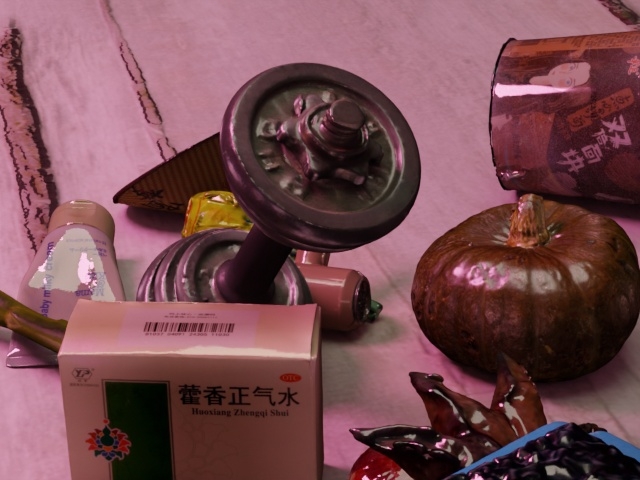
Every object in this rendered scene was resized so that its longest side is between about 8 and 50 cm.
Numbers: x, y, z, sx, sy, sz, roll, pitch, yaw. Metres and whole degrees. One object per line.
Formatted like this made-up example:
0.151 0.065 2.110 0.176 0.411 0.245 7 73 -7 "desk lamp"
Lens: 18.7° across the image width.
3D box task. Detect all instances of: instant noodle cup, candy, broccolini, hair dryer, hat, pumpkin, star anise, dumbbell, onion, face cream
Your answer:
0.304 -0.135 2.128 0.207 0.217 0.217 3 27 22 "instant noodle cup"
-0.037 0.019 1.999 0.262 0.073 0.077 28 11 33 "candy"
-0.359 0.070 1.900 0.392 0.074 0.079 20 1 40 "broccolini"
0.000 0.000 1.932 0.117 0.064 0.181 5 69 18 "hair dryer"
-0.127 -0.057 2.134 0.193 0.082 0.193 -28 -1 -1 "hat"
0.204 0.035 1.842 0.219 0.162 0.219 -4 23 2 "pumpkin"
0.158 0.185 1.520 0.272 0.102 0.272 17 48 -20 "star anise"
-0.044 0.000 1.714 0.179 0.406 0.179 11 56 -16 "dumbbell"
0.075 0.203 1.585 0.107 0.097 0.107 9 22 -4 "onion"
-0.247 0.050 1.951 0.114 0.070 0.224 -1 36 1 "face cream"

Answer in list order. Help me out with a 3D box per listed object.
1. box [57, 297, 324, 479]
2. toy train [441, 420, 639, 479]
-0.104 0.140 1.637 0.212 0.168 0.095 1 27 4 "box"
0.131 0.273 1.263 0.300 0.265 0.188 -23 34 -33 "toy train"
